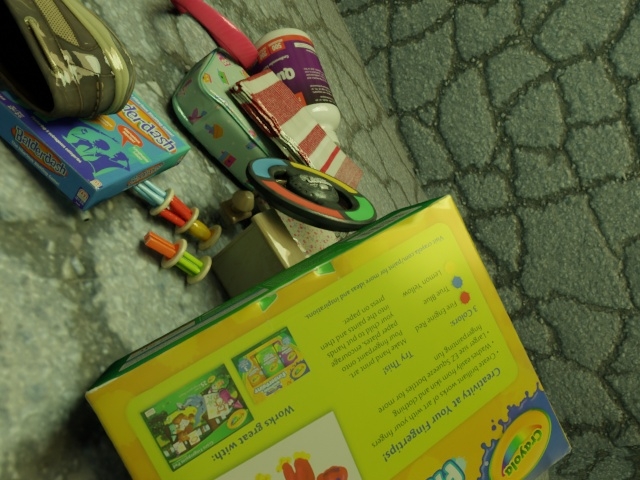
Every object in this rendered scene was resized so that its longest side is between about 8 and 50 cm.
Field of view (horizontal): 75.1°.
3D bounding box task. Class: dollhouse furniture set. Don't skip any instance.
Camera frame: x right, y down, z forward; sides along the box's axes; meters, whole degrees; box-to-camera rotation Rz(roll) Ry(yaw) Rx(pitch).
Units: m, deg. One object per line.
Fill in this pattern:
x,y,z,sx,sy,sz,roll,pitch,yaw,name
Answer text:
0.000,0.000,0.782,0.355,0.174,0.303,-29,87,-45,dollhouse furniture set

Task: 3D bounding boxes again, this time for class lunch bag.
-0.167,-0.252,0.890,0.279,0.108,0.224,46,29,-35,lunch bag

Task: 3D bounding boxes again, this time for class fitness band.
-0.227,-0.465,0.911,0.209,0.054,0.291,39,9,-20,fitness band

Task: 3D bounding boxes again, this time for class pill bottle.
-0.060,-0.372,1.099,0.181,0.181,0.323,0,68,-61,pill bottle

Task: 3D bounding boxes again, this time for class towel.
-0.031,-0.225,0.897,0.329,0.037,0.237,47,28,-14,towel

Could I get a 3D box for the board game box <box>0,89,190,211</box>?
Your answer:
-0.306,-0.148,0.584,0.160,0.047,0.210,44,30,-8,board game box

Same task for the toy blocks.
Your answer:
-0.232,-0.018,0.640,0.148,0.054,0.123,43,36,-34,toy blocks

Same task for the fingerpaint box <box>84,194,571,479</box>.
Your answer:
0.031,0.209,0.525,0.371,0.445,0.163,62,-17,-4,fingerpaint box

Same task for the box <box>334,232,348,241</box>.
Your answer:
-0.021,-0.051,0.951,0.184,0.045,0.190,39,50,-10,box

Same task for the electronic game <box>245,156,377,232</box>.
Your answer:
-0.013,-0.081,0.691,0.229,0.048,0.229,21,23,-9,electronic game

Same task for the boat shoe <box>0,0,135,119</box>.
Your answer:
-0.381,-0.284,0.469,0.355,0.132,0.130,43,34,-8,boat shoe
